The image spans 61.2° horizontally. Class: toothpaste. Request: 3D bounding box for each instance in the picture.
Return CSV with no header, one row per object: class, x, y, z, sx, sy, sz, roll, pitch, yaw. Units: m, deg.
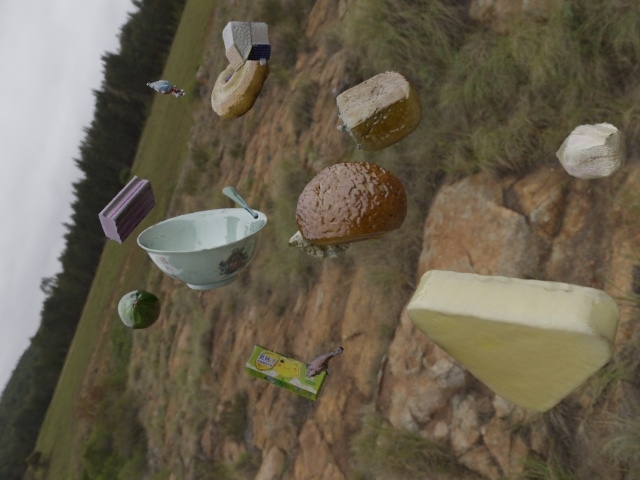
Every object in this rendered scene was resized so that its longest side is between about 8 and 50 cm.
toothpaste,-0.140,0.541,2.219,0.077,0.328,0.110,91,-159,-51

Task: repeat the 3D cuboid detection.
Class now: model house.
model house,-0.176,-0.466,1.310,0.088,0.101,0.100,177,84,-67

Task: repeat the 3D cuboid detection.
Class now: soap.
soap,-0.620,-0.101,1.752,0.122,0.066,0.203,96,-164,-48

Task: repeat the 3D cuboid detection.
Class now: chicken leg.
chicken leg,0.007,0.313,1.378,0.145,0.062,0.037,-55,49,43

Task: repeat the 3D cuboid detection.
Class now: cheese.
cheese,0.396,0.183,1.032,0.104,0.384,0.384,-57,12,-31

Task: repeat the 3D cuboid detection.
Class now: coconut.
coconut,0.525,-0.174,1.061,0.125,0.110,0.110,1,63,38

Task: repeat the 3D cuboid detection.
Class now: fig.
fig,-0.544,0.196,1.616,0.156,0.123,0.123,106,179,-60

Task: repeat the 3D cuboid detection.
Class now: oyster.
oyster,0.006,-0.007,1.760,0.132,0.209,0.072,-71,16,-10

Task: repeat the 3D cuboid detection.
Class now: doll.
doll,-0.474,-0.468,1.665,0.039,0.114,0.057,-30,58,52

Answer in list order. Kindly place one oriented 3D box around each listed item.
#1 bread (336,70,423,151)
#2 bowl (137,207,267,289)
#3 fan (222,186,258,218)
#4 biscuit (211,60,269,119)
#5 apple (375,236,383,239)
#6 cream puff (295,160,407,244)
bread,0.168,-0.367,1.593,0.247,0.176,0.195,-25,41,9
bowl,-0.379,0.045,1.832,0.435,0.435,0.195,-123,25,-69
fan,-0.242,-0.118,1.660,0.193,0.038,0.016,40,151,39
biscuit,-0.290,-0.528,1.870,0.274,0.091,0.213,-18,57,41
apple,0.160,-0.037,1.654,0.084,0.084,0.071,-115,22,-67
cream puff,0.080,-0.099,1.393,0.303,0.303,0.212,169,96,-68
